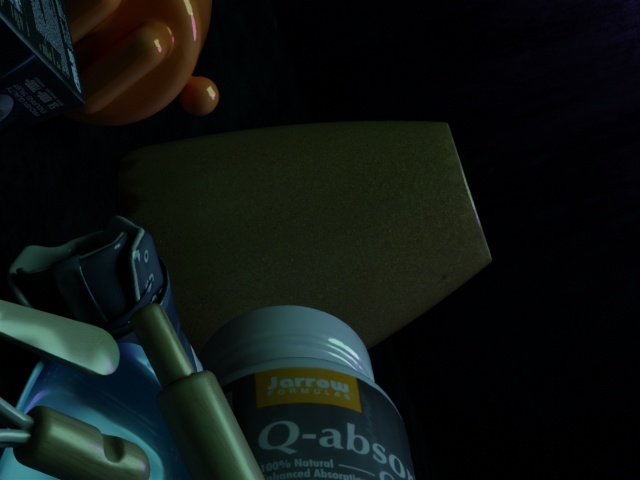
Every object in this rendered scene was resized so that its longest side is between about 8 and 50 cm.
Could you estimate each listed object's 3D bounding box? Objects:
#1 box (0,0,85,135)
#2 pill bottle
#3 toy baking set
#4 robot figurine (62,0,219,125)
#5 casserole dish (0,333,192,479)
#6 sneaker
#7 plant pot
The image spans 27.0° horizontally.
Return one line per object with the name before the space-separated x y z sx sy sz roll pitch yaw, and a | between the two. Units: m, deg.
box | -0.195 -0.160 0.666 0.147 0.077 0.180 55 18 -68
pill bottle | -0.016 0.177 0.869 0.278 0.162 0.162 -99 168 -54
toy baking set | -0.100 0.097 0.544 0.196 0.030 0.256 -9 70 -51
robot figurine | -0.138 -0.152 0.904 0.219 0.158 0.128 -91 -166 -68
casserole dish | -0.103 0.127 0.577 0.114 0.037 0.188 38 39 -23
sneaker | -0.102 0.092 0.686 0.226 0.086 0.163 -109 -178 -45
plant pot | 0.000 0.000 1.077 0.237 0.254 0.237 -18 90 -84
